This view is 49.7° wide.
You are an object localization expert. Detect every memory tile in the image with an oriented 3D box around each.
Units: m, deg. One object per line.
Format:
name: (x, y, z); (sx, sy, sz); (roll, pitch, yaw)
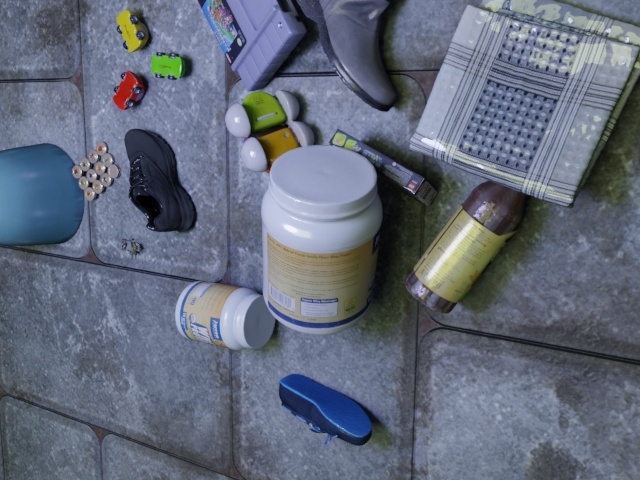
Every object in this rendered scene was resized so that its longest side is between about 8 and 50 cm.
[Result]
memory tile: (-0.602, -0.184, 1.854); (0.148, 0.012, 0.113); (-35, 80, 26)

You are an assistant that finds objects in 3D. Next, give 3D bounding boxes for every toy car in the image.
toy car: (-0.404, -0.424, 1.670); (0.225, 0.053, 0.239); (15, 107, 29)
toy car: (-0.114, -0.225, 1.482); (0.182, 0.159, 0.136); (65, 160, 6)

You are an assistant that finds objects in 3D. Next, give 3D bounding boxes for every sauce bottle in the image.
sauce bottle: (0.292, -0.023, 1.255); (0.111, 0.111, 0.344); (42, 112, 19)

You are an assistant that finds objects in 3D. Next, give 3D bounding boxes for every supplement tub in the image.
supplement tub: (-0.220, 0.174, 1.603); (0.200, 0.144, 0.144); (6, 102, 32)
supplement tub: (0.000, 0.000, 1.329); (0.228, 0.228, 0.316); (27, 135, 26)

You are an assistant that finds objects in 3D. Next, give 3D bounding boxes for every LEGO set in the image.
LEGO set: (-0.495, 0.016, 1.829); (0.083, 0.023, 0.054); (38, 115, 36)

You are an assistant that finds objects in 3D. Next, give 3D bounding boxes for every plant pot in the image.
plant pot: (-0.839, -0.117, 1.895); (0.293, 0.235, 0.293); (6, 101, 31)

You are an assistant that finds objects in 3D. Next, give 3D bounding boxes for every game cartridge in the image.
game cartridge: (-0.174, -0.520, 1.460); (0.230, 0.068, 0.355); (-36, 78, 50)

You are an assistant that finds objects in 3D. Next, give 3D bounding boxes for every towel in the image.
towel: (0.345, -0.253, 1.166); (0.312, 0.056, 0.324); (26, 93, 27)

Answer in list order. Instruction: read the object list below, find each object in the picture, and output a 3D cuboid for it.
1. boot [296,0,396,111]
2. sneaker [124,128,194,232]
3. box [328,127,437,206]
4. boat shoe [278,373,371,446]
boot: (0.102, -0.435, 1.313); (0.223, 0.118, 0.338); (-34, 84, 27)
sneaker: (-0.414, -0.148, 1.680); (0.109, 0.130, 0.286); (-36, 78, 34)
box: (0.122, -0.141, 1.344); (0.207, 0.114, 0.036); (34, 94, 23)
boat shoe: (0.013, 0.384, 1.534); (0.258, 0.109, 0.089); (28, 121, 43)
